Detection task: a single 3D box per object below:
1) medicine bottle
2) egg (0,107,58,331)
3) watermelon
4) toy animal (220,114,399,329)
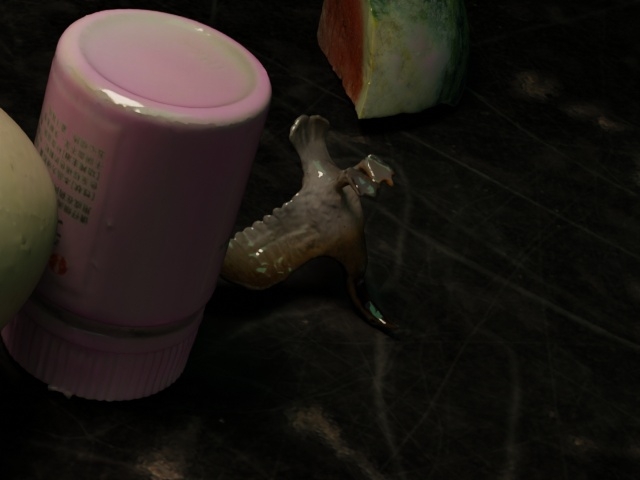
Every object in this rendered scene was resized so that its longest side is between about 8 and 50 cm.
[{"bbox_3d":[-0.158,-0.028,1.635,0.178,0.290,0.178,13,33,-9],"label":"medicine bottle"},{"bbox_3d":[-0.361,-0.009,1.467,0.345,0.283,0.283,-16,45,-36],"label":"egg"},{"bbox_3d":[0.083,-0.242,2.211,0.256,0.176,0.260,43,11,-41],"label":"watermelon"},{"bbox_3d":[0.009,-0.007,1.822,0.197,0.160,0.272,41,40,19],"label":"toy animal"}]
